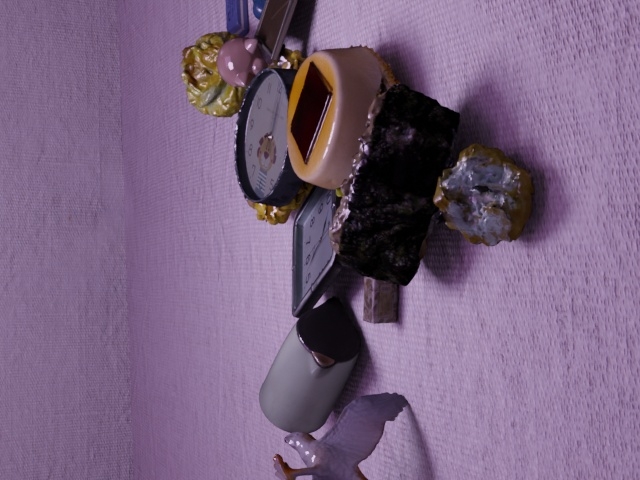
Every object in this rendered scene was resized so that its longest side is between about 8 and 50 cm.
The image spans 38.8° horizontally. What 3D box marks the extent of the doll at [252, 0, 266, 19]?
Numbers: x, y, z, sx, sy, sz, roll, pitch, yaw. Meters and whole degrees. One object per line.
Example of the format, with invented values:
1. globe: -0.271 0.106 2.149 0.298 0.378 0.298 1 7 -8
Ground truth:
1. doll: -0.149 -0.596 2.293 0.076 0.050 0.083 138 125 -63

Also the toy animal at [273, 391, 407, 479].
1. toy animal: 0.065 0.440 1.623 0.284 0.302 0.225 -129 48 -60

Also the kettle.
1. kettle: -0.017 0.255 1.949 0.240 0.165 0.255 -77 7 -51

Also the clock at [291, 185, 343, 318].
1. clock: 0.001 0.000 1.955 0.279 0.049 0.273 125 151 -51

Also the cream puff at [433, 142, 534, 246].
1. cream puff: 0.259 -0.072 1.392 0.121 0.156 0.156 51 -166 -52

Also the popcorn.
1. popcorn: -0.257 -0.431 2.363 0.204 0.184 0.221 3 95 24

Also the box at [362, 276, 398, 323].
1. box: 0.117 0.111 1.750 0.045 0.062 0.098 13 100 59

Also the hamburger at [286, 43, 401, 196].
1. hamburger: 0.049 -0.230 1.753 0.302 0.170 0.302 -176 90 -66

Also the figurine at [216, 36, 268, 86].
1. figurine: -0.191 -0.434 2.214 0.138 0.125 0.125 22 111 60

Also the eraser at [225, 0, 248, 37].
1. eraser: -0.229 -0.665 2.468 0.082 0.036 0.225 -9 83 63

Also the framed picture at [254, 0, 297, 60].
1. framed picture: -0.105 -0.540 2.134 0.260 0.023 0.189 -122 50 -63

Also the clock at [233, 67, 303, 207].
1. clock: -0.107 -0.227 2.001 0.312 0.061 0.312 -11 77 61

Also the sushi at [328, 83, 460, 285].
1. sushi: 0.122 -0.084 1.547 0.211 0.171 0.350 -72 -2 -49

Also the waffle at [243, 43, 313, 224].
1. waffle: -0.086 -0.234 2.111 0.382 0.095 0.379 132 136 -52
